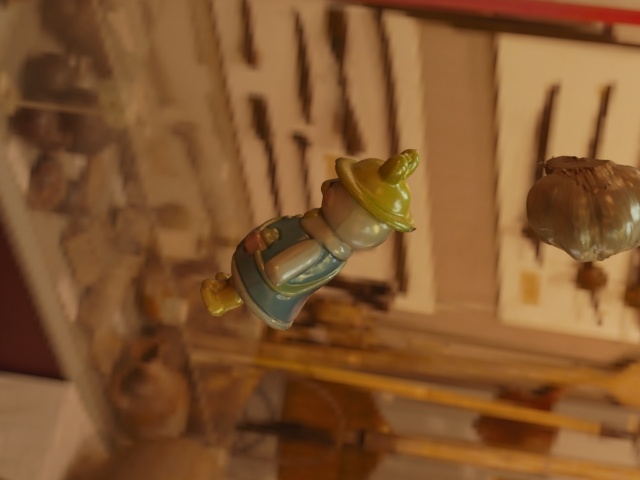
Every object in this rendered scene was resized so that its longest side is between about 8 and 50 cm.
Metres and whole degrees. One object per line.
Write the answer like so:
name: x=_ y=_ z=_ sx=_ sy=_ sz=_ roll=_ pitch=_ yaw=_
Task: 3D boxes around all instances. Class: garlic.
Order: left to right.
garlic: x=0.231 y=-0.022 z=1.494 sx=0.074 sy=0.113 sz=0.094 roll=-88 pitch=173 yaw=-76

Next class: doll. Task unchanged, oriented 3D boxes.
doll: x=0.000 y=-0.001 z=1.630 sx=0.135 sy=0.241 sz=0.098 roll=26 pitch=30 yaw=-50
